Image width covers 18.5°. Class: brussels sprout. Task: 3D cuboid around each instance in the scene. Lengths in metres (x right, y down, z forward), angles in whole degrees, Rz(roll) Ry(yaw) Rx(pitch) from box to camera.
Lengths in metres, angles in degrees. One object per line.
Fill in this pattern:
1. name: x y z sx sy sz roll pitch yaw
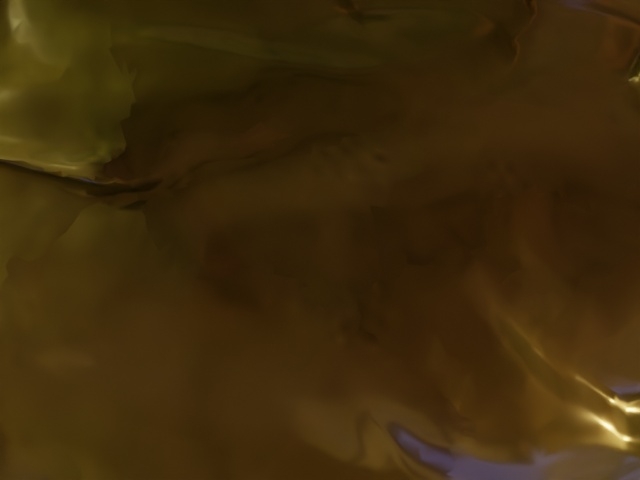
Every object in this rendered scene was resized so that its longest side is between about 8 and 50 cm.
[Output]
1. brussels sprout: -0.008 0.006 0.570 0.316 0.274 0.243 10 -127 -11
